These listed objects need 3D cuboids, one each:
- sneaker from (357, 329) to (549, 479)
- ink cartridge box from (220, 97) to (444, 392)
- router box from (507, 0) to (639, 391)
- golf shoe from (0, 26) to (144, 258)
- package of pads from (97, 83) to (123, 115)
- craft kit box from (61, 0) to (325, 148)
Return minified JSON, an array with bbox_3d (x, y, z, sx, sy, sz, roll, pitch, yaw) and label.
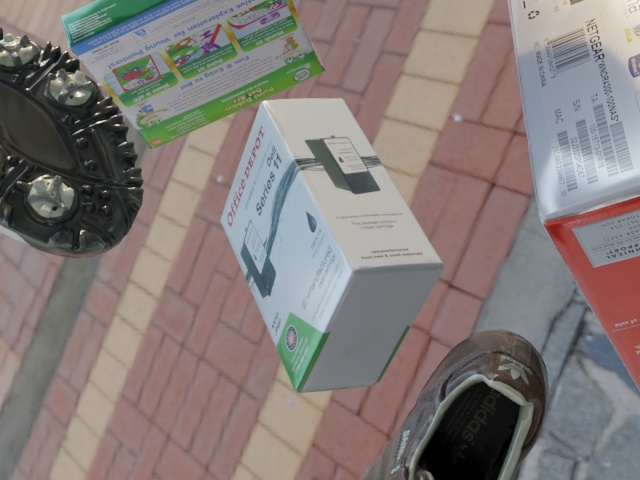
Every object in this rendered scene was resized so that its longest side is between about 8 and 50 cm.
[{"bbox_3d":[0.039,0.124,0.479,0.066,0.071,0.188,26,96,8],"label":"sneaker"},{"bbox_3d":[0.000,0.000,0.919,0.208,0.087,0.153,62,143,38],"label":"ink cartridge box"},{"bbox_3d":[0.206,-0.053,0.661,0.082,0.301,0.335,-19,44,22],"label":"router box"},{"bbox_3d":[-0.209,-0.066,0.634,0.273,0.120,0.105,35,58,18],"label":"golf shoe"},{"bbox_3d":[-0.262,-0.194,1.443,0.032,0.083,0.050,16,126,68],"label":"package of pads"},{"bbox_3d":[-0.142,-0.232,1.294,0.250,0.246,0.061,-24,61,3],"label":"craft kit box"}]
